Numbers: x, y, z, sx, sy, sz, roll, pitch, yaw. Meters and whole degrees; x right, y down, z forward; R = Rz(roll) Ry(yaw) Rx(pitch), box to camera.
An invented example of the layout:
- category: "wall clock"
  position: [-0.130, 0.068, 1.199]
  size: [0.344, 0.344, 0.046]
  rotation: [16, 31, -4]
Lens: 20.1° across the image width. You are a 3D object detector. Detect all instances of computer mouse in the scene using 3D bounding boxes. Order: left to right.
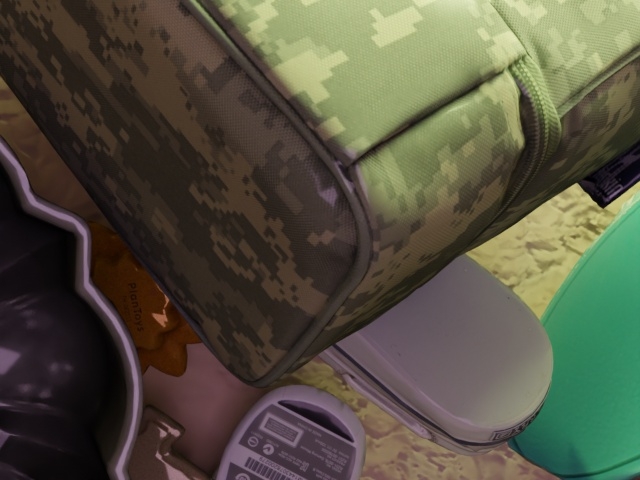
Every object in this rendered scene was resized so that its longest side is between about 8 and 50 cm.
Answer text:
- category: "computer mouse"
  position: [-0.036, 0.158, 0.928]
  size: [0.106, 0.042, 0.193]
  rotation: [30, 102, 0]

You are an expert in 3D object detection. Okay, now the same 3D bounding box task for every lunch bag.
- category: "lunch bag"
  position: [0.005, -0.124, 0.764]
  size: [0.256, 0.212, 0.305]
  rotation: [-35, 79, -24]

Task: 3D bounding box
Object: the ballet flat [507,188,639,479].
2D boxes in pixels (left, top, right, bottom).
- category: "ballet flat"
  position: [0.259, -0.023, 0.864]
  size: [0.147, 0.147, 0.409]
  rotation: [36, 106, -9]

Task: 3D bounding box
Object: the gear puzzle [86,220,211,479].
- category: "gear puzzle"
  position: [-0.153, 0.137, 0.890]
  size: [0.175, 0.044, 0.339]
  rotation: [35, 101, -1]

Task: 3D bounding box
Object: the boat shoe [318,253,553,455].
- category: "boat shoe"
  position: [0.000, 0.000, 0.876]
  size: [0.267, 0.088, 0.096]
  rotation: [40, 66, 9]

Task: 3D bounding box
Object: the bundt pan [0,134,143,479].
- category: "bundt pan"
  position: [-0.239, 0.075, 0.796]
  size: [0.331, 0.124, 0.330]
  rotation: [0, 96, -4]
